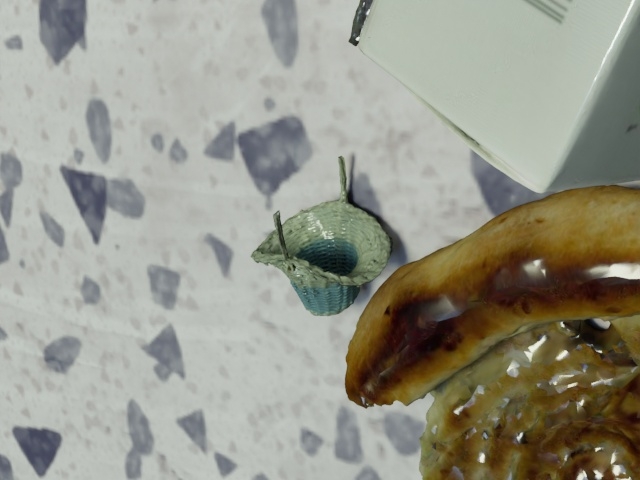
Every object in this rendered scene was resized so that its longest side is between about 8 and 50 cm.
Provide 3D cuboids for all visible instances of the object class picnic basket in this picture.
[{"bbox_3d":[0.000,0.000,0.688,0.083,0.065,0.083,15,134,37],"label":"picnic basket"}]

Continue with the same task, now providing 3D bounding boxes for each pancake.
[{"bbox_3d":[0.116,0.059,0.619,0.212,0.056,0.257,36,122,23],"label":"pancake"}]

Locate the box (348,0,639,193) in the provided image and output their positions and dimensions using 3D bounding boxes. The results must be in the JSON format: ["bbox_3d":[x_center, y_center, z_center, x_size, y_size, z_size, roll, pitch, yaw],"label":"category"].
[{"bbox_3d":[0.160,-0.169,0.416,0.106,0.200,0.299,45,127,34],"label":"box"}]
